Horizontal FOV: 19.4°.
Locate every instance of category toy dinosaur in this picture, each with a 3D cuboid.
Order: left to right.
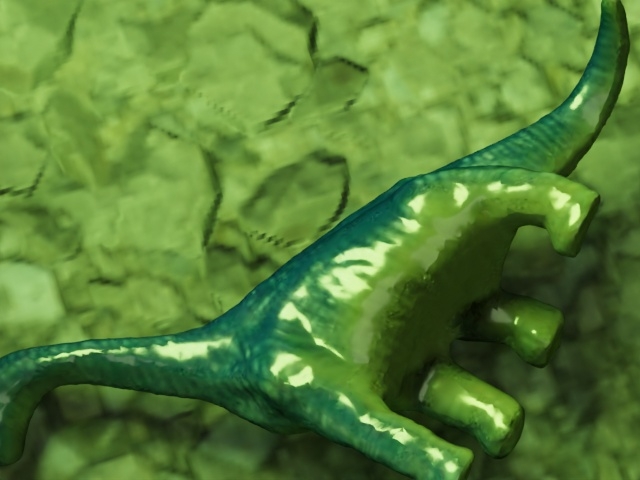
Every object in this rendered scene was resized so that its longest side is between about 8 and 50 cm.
[{"bbox_3d":[0.000,0.000,0.681,0.188,0.075,0.247,24,79,14],"label":"toy dinosaur"}]
